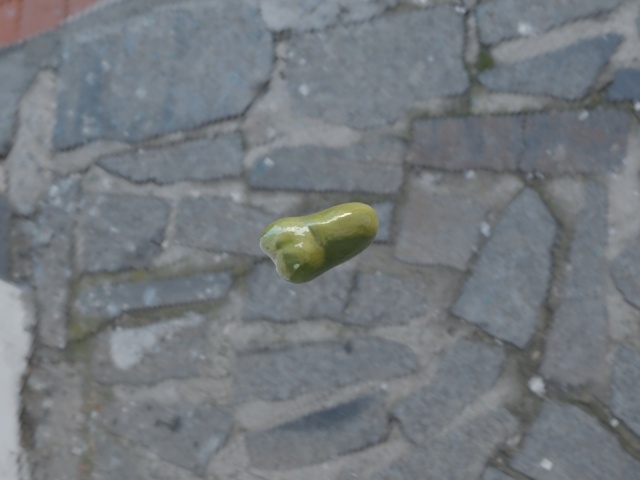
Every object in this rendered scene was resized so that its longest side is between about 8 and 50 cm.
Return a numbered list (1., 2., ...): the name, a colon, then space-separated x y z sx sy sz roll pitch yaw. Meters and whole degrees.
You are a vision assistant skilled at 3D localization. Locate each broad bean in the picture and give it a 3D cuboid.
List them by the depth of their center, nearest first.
1. broad bean: 0.000 0.000 0.933 0.045 0.083 0.063 61 150 18
